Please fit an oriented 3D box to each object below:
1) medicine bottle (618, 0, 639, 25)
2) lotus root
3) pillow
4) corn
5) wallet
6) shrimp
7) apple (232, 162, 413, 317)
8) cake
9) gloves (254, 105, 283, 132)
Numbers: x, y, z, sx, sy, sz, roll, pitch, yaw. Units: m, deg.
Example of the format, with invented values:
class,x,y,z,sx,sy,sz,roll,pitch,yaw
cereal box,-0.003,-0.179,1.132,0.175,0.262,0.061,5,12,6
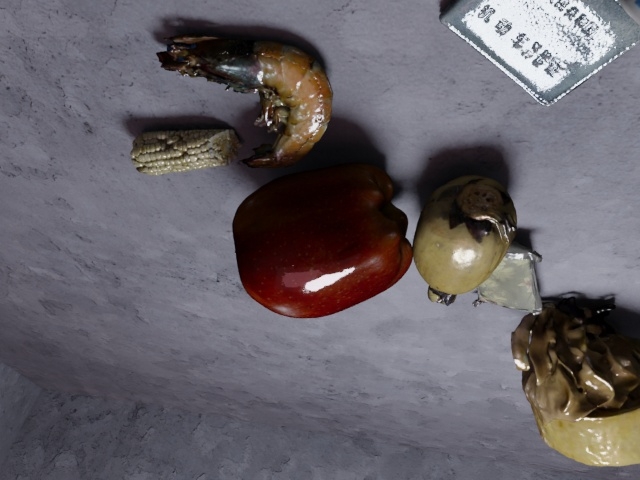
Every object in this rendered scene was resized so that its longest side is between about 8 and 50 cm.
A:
class,x,y,z,sx,sy,sz,roll,pitch,yaw
medicine bottle,0.414,-0.305,0.529,0.105,0.104,0.168,21,144,-10
lotus root,0.258,0.015,0.947,0.183,0.182,0.309,8,143,7
pillow,0.395,0.075,1.097,0.169,0.059,0.255,1,144,26
corn,-0.258,-0.167,0.953,0.211,0.087,0.087,0,142,19
wallet,0.290,-0.284,0.657,0.222,0.036,0.167,29,142,-20
shrimp,-0.127,-0.222,0.824,0.291,0.054,0.222,16,129,1
apple,0.000,0.000,0.935,0.317,0.288,0.288,-16,137,16
cake,0.612,0.284,1.148,0.333,0.332,0.320,-15,105,34
gloves,-0.080,-0.210,0.874,0.081,0.037,0.044,-6,110,28
